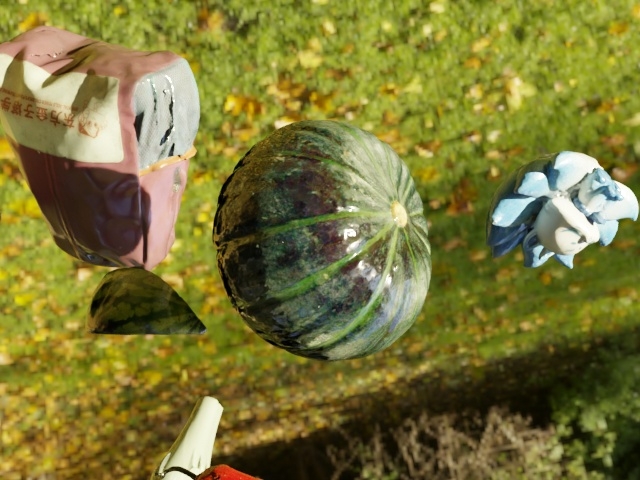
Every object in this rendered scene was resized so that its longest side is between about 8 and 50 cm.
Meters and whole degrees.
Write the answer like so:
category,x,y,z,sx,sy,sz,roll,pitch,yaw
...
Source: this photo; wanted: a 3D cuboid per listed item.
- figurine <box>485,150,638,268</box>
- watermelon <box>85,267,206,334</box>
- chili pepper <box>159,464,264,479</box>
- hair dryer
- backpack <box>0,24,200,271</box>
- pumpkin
category,x,y,z,sx,sy,sz,roll,pitch,yaw
figurine,0.160,-0.016,0.741,0.114,0.079,0.114,-15,144,-11
watermelon,-0.213,0.083,1.140,0.163,0.087,0.069,-6,-149,42
chili pepper,-0.082,0.317,1.280,0.268,0.050,0.059,15,-145,27
hair dryer,-0.225,0.326,1.545,0.225,0.219,0.088,-5,133,50
backpack,-0.278,-0.108,1.375,0.283,0.317,0.197,18,-142,31
pumpkin,0.000,0.000,1.064,0.250,0.250,0.216,4,167,-35
